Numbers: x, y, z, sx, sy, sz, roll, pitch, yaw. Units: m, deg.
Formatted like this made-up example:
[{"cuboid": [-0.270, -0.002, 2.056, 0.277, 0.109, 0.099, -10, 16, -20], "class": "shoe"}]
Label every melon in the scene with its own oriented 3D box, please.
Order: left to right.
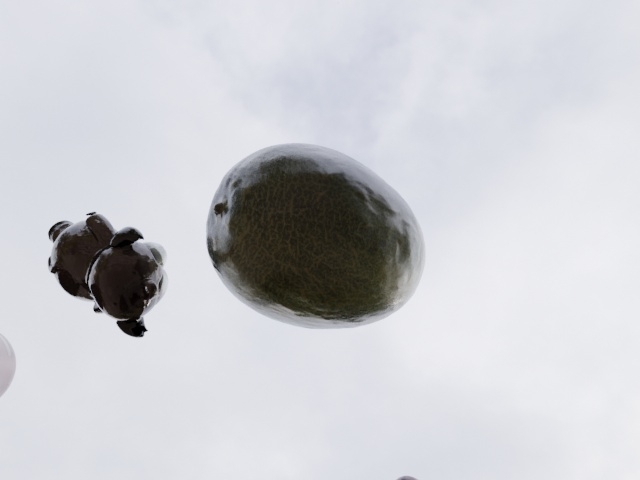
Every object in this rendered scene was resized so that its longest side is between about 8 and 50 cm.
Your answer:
[{"cuboid": [0.000, 0.000, 0.763, 0.329, 0.248, 0.248, 21, -65, -35], "class": "melon"}]

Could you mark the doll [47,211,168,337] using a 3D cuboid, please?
[{"cuboid": [-0.344, 0.046, 0.889, 0.257, 0.117, 0.182, 13, -67, 29], "class": "doll"}]

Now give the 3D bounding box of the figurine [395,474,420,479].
[{"cuboid": [0.158, 0.608, 1.007, 0.261, 0.269, 0.211, 44, -45, 27], "class": "figurine"}]

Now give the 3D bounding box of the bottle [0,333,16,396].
[{"cuboid": [-0.648, 0.215, 0.970, 0.206, 0.297, 0.173, 0, -107, -13], "class": "bottle"}]
